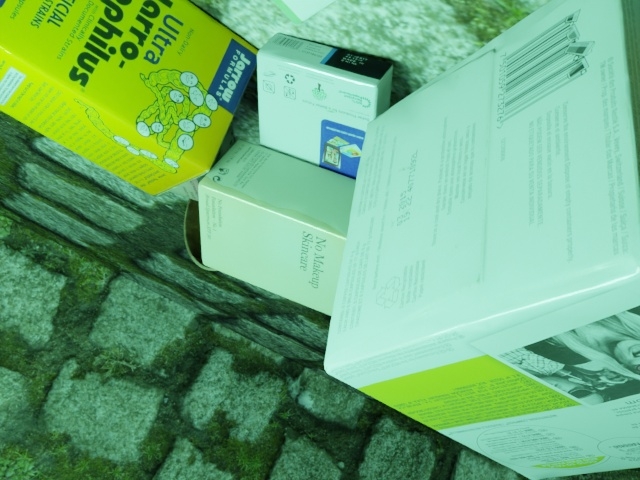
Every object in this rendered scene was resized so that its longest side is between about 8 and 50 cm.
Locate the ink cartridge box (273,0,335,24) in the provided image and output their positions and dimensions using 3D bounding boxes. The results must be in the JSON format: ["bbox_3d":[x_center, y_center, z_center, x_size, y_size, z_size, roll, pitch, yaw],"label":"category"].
[{"bbox_3d":[0.016,-0.315,0.679,0.235,0.056,0.171,-24,138,30],"label":"ink cartridge box"}]

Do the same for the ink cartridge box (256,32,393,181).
[{"bbox_3d":[0.001,-0.105,1.036,0.165,0.065,0.333,19,136,15],"label":"ink cartridge box"}]

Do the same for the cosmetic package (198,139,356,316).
[{"bbox_3d":[0.000,0.000,1.006,0.309,0.113,0.160,21,137,16],"label":"cosmetic package"}]

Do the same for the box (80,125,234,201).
[{"bbox_3d":[-0.274,-0.172,1.235,0.232,0.127,0.149,18,161,8],"label":"box"}]

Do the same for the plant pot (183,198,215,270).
[{"bbox_3d":[-0.088,-0.026,1.363,0.215,0.215,0.230,2,167,43],"label":"plant pot"}]

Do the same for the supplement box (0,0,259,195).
[{"bbox_3d":[-0.293,-0.237,0.982,0.356,0.194,0.195,31,159,-26],"label":"supplement box"}]

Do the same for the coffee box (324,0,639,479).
[{"bbox_3d":[0.255,0.013,0.766,0.334,0.338,0.338,31,142,-27],"label":"coffee box"}]
